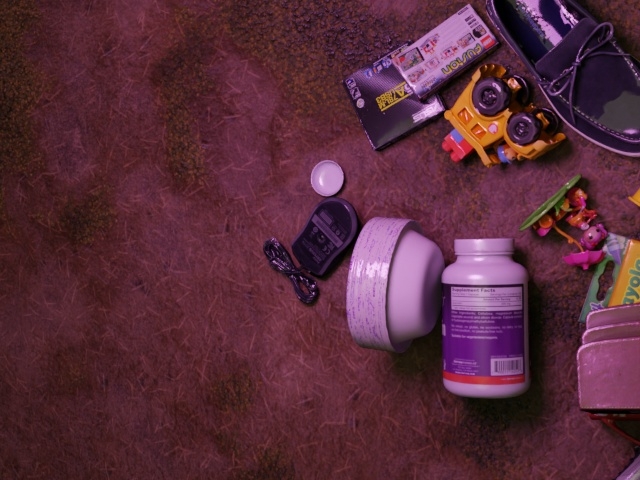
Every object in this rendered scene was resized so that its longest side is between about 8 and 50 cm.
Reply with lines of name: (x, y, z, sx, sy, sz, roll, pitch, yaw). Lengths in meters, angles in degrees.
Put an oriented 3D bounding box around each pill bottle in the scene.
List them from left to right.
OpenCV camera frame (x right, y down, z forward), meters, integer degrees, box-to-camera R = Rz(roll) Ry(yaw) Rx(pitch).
pill bottle: (0.344, 0.157, 1.791, 0.182, 0.181, 0.322, -1, 90, 25)

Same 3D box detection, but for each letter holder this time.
letter holder: (0.632, 0.206, 1.568, 0.302, 0.152, 0.214, -5, 76, 25)

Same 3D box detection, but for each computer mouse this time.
computer mouse: (0.000, 0.000, 2.015, 0.188, 0.072, 0.272, 51, 122, 13)

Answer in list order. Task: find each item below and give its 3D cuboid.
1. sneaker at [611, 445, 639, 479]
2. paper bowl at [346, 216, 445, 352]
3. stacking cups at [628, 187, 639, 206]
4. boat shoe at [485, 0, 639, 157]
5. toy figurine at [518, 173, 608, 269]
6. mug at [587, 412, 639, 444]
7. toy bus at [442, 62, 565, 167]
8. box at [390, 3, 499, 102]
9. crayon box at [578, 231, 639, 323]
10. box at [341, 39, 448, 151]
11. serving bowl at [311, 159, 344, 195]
sneaker: (0.645, 0.461, 1.713, 0.272, 0.100, 0.108, -35, 63, 18)
paper bowl: (0.170, 0.095, 1.813, 0.148, 0.284, 0.284, 6, 93, 24)
stacking cups: (0.735, -0.178, 1.659, 0.096, 0.096, 0.316, 42, 105, 19)
boat shoe: (0.508, -0.362, 1.726, 0.187, 0.156, 0.500, -42, 75, 17)
toy figurine: (0.524, -0.023, 1.764, 0.173, 0.130, 0.159, -43, 87, -6)
mug: (0.614, 0.320, 1.697, 0.169, 0.113, 0.150, -7, 43, 29)
toy bus: (0.366, -0.228, 1.807, 0.220, 0.149, 0.211, 50, 122, 13)
box: (0.269, -0.405, 1.868, 0.207, 0.036, 0.114, -34, 78, 6)
crayon box: (0.688, 0.124, 1.686, 0.323, 0.083, 0.203, 19, 98, 24)
box: (0.167, -0.325, 1.941, 0.191, 0.045, 0.184, -27, 77, 22)
serving bowl: (0.020, -0.146, 2.020, 0.083, 0.027, 0.083, 1, 92, 24)
